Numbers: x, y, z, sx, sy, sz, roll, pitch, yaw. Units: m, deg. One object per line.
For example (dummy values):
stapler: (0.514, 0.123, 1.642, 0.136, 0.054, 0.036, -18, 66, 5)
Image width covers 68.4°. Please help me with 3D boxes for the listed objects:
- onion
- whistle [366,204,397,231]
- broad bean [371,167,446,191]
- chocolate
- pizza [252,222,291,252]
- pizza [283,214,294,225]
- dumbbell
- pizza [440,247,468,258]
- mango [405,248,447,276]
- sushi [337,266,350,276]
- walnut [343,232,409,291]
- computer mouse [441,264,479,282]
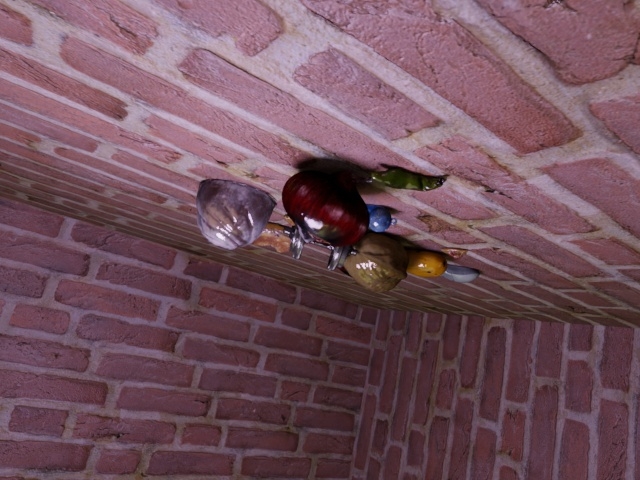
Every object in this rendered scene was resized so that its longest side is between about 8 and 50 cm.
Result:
onion: (0.033, -0.115, 1.334, 0.273, 0.285, 0.273, 33, -163, -12)
whistle: (0.178, -0.072, 1.570, 0.157, 0.091, 0.090, 7, 166, 18)
broad bean: (0.229, -0.159, 1.241, 0.195, 0.046, 0.061, 6, 155, 4)
chocolate: (-0.325, -0.075, 1.736, 0.302, 0.213, 0.303, 12, 166, 3)
pizza: (-0.214, -0.025, 2.122, 0.305, 0.086, 0.161, 15, 145, -22)
pizza: (-0.114, -0.083, 1.914, 0.083, 0.025, 0.078, 16, 162, -10)
dumbbell: (0.000, 0.000, 1.759, 0.289, 0.192, 0.192, 18, 167, -1)
pizza: (0.547, 0.050, 1.880, 0.100, 0.029, 0.099, 19, 164, -29)
mango: (0.417, 0.098, 2.023, 0.261, 0.109, 0.157, 3, 168, 40)
sushi: (0.160, 0.096, 2.233, 0.136, 0.127, 0.225, 5, 159, 35)
walnut: (0.221, 0.085, 1.882, 0.282, 0.228, 0.283, 21, 174, 2)
computer mouse: (0.616, 0.156, 2.178, 0.228, 0.069, 0.113, 7, 165, 19)
